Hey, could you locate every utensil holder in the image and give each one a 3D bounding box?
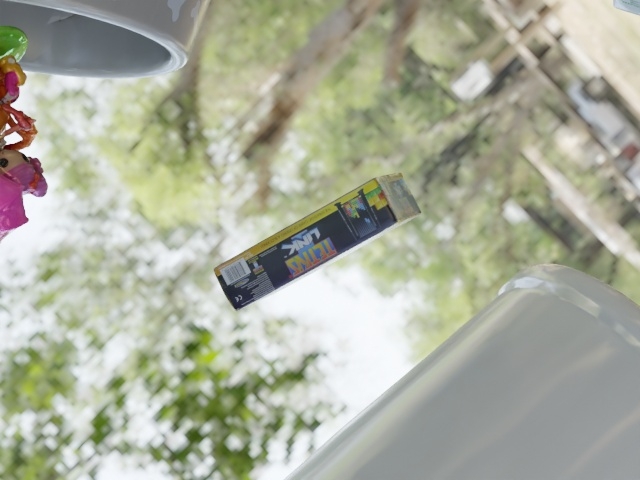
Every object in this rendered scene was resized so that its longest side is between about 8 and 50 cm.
[{"bbox_3d":[0.175,0.261,1.694,0.327,0.385,0.328,42,155,25],"label":"utensil holder"}]

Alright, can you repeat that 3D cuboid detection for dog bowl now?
[{"bbox_3d":[-0.263,-0.227,1.496,0.348,0.102,0.349,7,173,1],"label":"dog bowl"}]

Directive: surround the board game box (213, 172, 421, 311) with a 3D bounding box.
[{"bbox_3d":[0.000,0.000,1.540,0.048,0.170,0.141,62,-167,3],"label":"board game box"}]

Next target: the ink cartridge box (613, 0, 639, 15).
[{"bbox_3d":[0.335,-0.207,1.306,0.223,0.045,0.224,20,171,14],"label":"ink cartridge box"}]

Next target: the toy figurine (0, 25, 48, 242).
[{"bbox_3d":[-0.258,-0.070,1.244,0.173,0.130,0.159,-14,-113,-45],"label":"toy figurine"}]
